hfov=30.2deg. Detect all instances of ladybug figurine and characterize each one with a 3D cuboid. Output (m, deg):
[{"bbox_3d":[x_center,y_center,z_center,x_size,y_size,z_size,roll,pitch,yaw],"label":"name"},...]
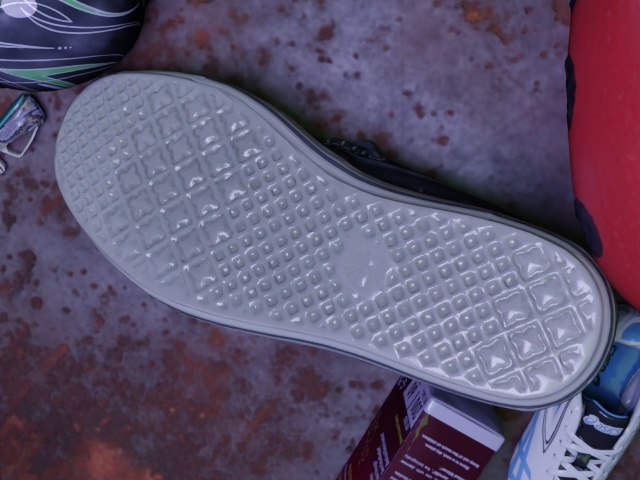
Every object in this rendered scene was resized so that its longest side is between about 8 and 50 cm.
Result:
[{"bbox_3d":[0.276,-0.124,0.837,0.161,0.305,0.449,-3,71,35],"label":"ladybug figurine"}]

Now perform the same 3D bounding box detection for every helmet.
[{"bbox_3d":[-0.230,-0.197,0.955,0.169,0.161,0.169,0,91,12],"label":"helmet"}]

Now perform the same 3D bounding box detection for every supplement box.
[{"bbox_3d":[0.056,0.223,1.004,0.073,0.130,0.239,29,101,-7],"label":"supplement box"}]

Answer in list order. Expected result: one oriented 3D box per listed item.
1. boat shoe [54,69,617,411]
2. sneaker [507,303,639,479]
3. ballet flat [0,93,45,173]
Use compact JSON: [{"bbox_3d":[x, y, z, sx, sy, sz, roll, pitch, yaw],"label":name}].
[{"bbox_3d":[0.000,0.000,0.969,0.500,0.156,0.187,21,91,20],"label":"boat shoe"},{"bbox_3d":[0.218,0.166,0.998,0.085,0.086,0.237,21,103,3],"label":"sneaker"},{"bbox_3d":[-0.288,-0.081,1.056,0.114,0.041,0.041,-39,92,13],"label":"ballet flat"}]
